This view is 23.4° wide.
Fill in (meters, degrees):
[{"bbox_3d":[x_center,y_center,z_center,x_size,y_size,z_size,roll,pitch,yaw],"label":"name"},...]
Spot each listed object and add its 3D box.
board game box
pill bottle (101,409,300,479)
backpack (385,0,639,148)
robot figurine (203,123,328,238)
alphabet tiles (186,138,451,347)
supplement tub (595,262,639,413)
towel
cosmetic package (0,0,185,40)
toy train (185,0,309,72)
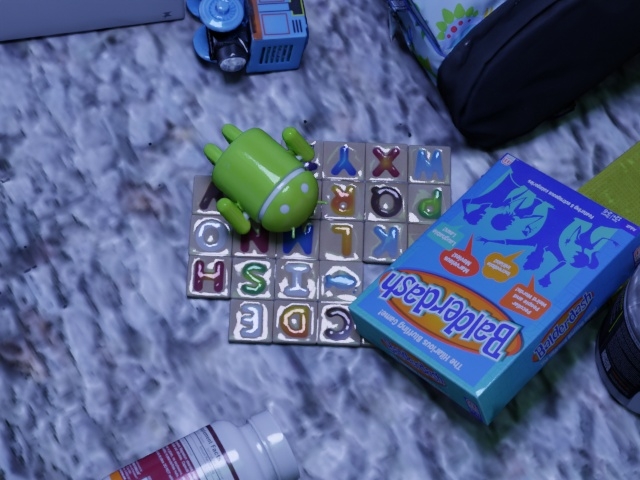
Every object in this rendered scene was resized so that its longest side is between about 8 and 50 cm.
[{"bbox_3d":[0.152,0.036,1.329,0.210,0.047,0.160,-44,51,-16],"label":"board game box"},{"bbox_3d":[-0.098,0.202,1.279,0.152,0.086,0.086,-25,72,-11],"label":"pill bottle"},{"bbox_3d":[0.152,-0.317,1.409,0.290,0.273,0.356,-33,56,18],"label":"backpack"},{"bbox_3d":[-0.050,-0.054,1.379,0.115,0.067,0.101,41,83,13],"label":"robot figurine"},{"bbox_3d":[0.000,0.000,1.400,0.237,0.009,0.198,2,69,-1],"label":"alphabet tiles"},{"bbox_3d":[0.301,0.071,1.284,0.117,0.190,0.117,0,69,-1],"label":"supplement tub"},{"bbox_3d":[0.268,-0.012,1.406,0.237,0.021,0.102,-37,75,-15],"label":"towel"},{"bbox_3d":[-0.253,-0.321,1.447,0.224,0.138,0.225,-8,71,-6],"label":"cosmetic package"},{"bbox_3d":[-0.073,-0.243,1.458,0.105,0.080,0.184,-5,67,-13],"label":"toy train"}]
